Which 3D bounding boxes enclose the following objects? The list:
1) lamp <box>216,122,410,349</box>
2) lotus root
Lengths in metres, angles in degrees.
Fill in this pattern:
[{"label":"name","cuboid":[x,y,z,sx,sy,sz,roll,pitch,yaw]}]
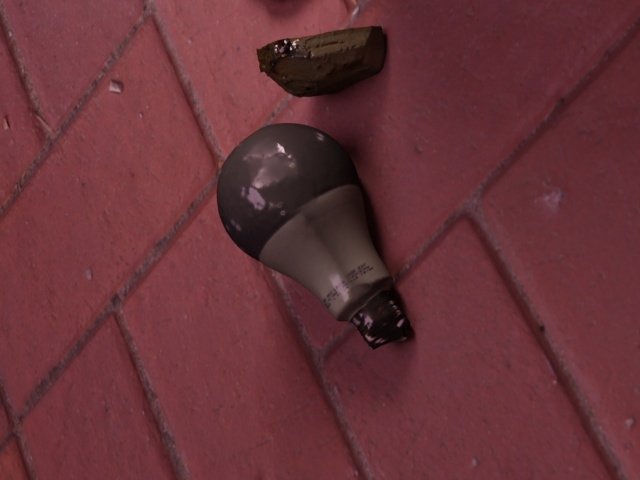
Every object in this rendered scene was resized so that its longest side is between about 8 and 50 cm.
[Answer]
[{"label":"lamp","cuboid":[-0.019,0.002,2.018,0.182,0.182,0.313,-37,63,40]},{"label":"lotus root","cuboid":[-0.009,-0.222,2.060,0.143,0.144,0.070,-15,85,56]}]
